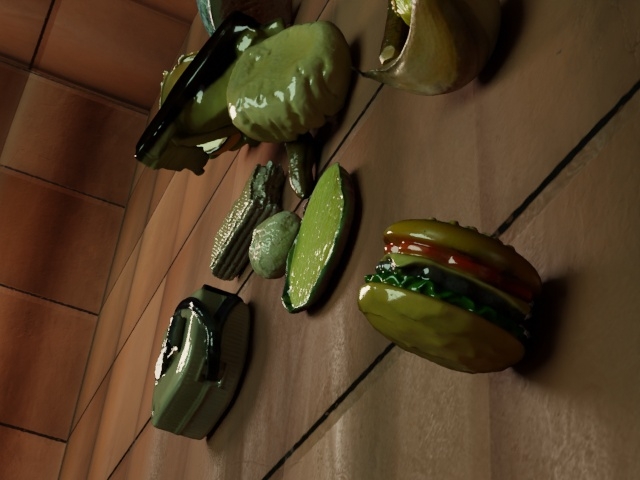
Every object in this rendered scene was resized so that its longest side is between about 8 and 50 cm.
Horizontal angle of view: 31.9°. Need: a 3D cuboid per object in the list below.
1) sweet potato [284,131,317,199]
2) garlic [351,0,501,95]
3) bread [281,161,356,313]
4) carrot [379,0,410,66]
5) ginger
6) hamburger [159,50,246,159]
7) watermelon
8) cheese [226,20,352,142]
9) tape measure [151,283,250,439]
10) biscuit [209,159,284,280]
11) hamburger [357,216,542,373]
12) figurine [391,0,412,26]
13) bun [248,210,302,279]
[{"bbox_3d":[-0.031,-0.135,1.832,0.054,0.053,0.182,-22,38,14],"label":"sweet potato"},{"bbox_3d":[0.143,-0.228,1.275,0.115,0.128,0.206,57,148,16],"label":"garlic"},{"bbox_3d":[0.000,0.000,1.605,0.228,0.034,0.228,-161,90,-76],"label":"bread"},{"bbox_3d":[0.108,-0.304,1.588,0.042,0.042,0.170,127,157,-46],"label":"carrot"},{"bbox_3d":[-0.181,-0.231,2.108,0.358,0.211,0.413,-59,14,-21],"label":"ginger"},{"bbox_3d":[-0.221,-0.289,2.380,0.149,0.237,0.237,-14,-45,-58],"label":"hamburger"},{"bbox_3d":[-0.151,-0.493,2.454,0.318,0.226,0.148,-24,-63,-65],"label":"watermelon"},{"bbox_3d":[-0.046,-0.265,1.831,0.214,0.117,0.225,-11,50,36],"label":"cheese"},{"bbox_3d":[-0.207,0.174,1.911,0.271,0.133,0.231,-85,21,-47],"label":"tape measure"},{"bbox_3d":[-0.136,-0.034,2.034,0.239,0.062,0.108,126,157,-43],"label":"biscuit"},{"bbox_3d":[0.113,0.049,0.971,0.115,0.162,0.162,-67,15,-11],"label":"hamburger"},{"bbox_3d":[0.145,-0.301,1.421,0.095,0.115,0.156,-28,55,18],"label":"figurine"},{"bbox_3d":[-0.074,0.005,1.759,0.115,0.069,0.115,-162,90,-79],"label":"bun"}]
